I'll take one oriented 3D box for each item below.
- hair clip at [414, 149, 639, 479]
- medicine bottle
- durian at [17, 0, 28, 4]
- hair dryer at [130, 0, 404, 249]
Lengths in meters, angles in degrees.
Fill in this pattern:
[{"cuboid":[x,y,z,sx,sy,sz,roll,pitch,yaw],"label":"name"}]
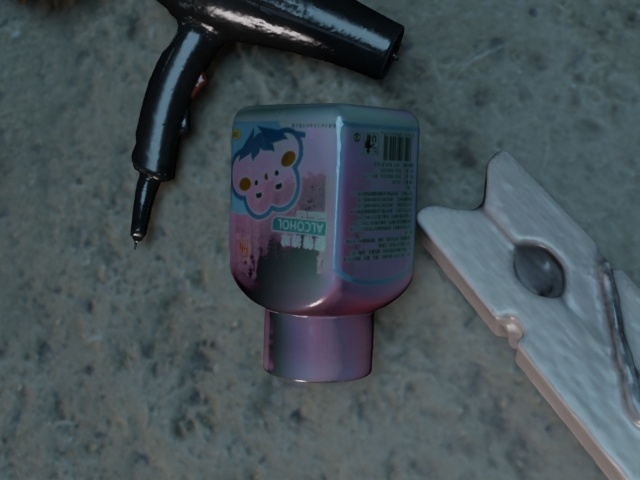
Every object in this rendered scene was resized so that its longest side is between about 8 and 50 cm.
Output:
[{"cuboid":[0.194,0.088,0.566,0.101,0.085,0.331,-39,67,1],"label":"hair clip"},{"cuboid":[0.000,0.000,0.600,0.119,0.094,0.188,7,97,44],"label":"medicine bottle"},{"cuboid":[-0.229,-0.294,0.726,0.148,0.091,0.188,45,113,15],"label":"durian"},{"cuboid":[-0.081,-0.111,0.685,0.235,0.091,0.271,26,98,6],"label":"hair dryer"}]
